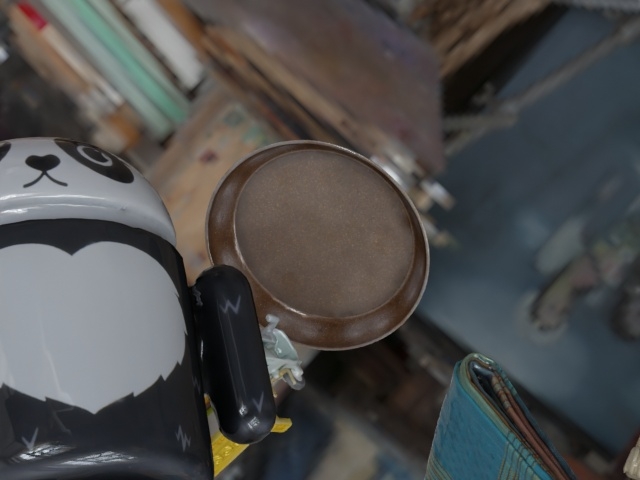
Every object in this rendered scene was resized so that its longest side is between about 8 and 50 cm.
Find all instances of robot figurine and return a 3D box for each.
[{"bbox_3d":[-0.152,0.075,1.052,0.209,0.173,0.278,26,-133,-52],"label":"robot figurine"}]

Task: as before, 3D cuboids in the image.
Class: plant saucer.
[{"bbox_3d":[0.000,0.000,1.346,0.168,0.029,0.168,8,118,15],"label":"plant saucer"}]

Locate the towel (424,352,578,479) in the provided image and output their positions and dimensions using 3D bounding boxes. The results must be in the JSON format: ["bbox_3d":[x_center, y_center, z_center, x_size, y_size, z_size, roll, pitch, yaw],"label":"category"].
[{"bbox_3d":[0.175,0.299,1.649,0.271,0.040,0.370,53,152,31],"label":"towel"}]

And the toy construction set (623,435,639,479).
[{"bbox_3d":[0.278,0.235,1.135,0.237,0.257,0.309,22,126,13],"label":"toy construction set"}]

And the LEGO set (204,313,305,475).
[{"bbox_3d":[-0.140,0.131,1.312,0.132,0.287,0.107,38,-157,-57],"label":"LEGO set"}]
